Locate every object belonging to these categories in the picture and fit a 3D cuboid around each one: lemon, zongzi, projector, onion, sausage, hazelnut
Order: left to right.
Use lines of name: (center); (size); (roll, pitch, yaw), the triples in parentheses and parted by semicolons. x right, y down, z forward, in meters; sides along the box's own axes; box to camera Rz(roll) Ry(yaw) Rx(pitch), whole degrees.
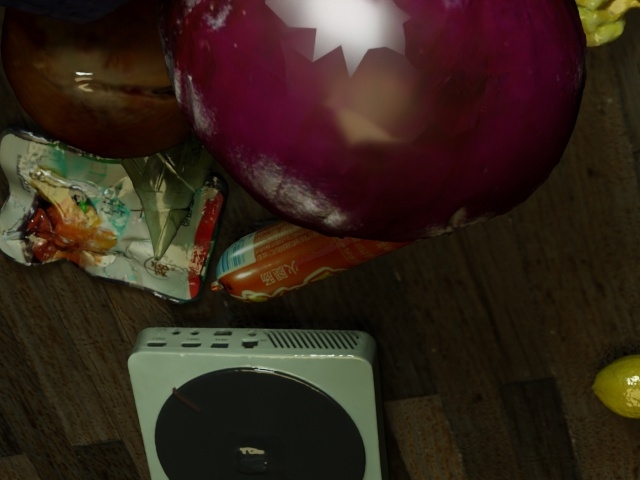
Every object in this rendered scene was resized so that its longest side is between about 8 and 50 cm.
hazelnut: (-0.178, -0.157, 1.162); (0.208, 0.208, 0.208); (5, 125, 7)
zongzi: (-0.187, -0.070, 1.281); (0.154, 0.062, 0.130); (28, 83, -9)
projector: (-0.060, 0.204, 1.466); (0.257, 0.079, 0.259); (0, 124, 9)
sausage: (0.000, 0.000, 1.322); (0.264, 0.083, 0.083); (-22, 118, 25)
onion: (0.033, -0.128, 1.023); (0.337, 0.260, 0.282); (26, 122, -17)
lemon: (0.320, 0.147, 1.372); (0.092, 0.065, 0.065); (4, 125, 13)

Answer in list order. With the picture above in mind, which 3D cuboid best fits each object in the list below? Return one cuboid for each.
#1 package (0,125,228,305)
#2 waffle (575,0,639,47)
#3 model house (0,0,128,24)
package: (-0.219, -0.022, 1.365); (0.232, 0.040, 0.166); (17, 125, -3)
waffle: (0.221, -0.307, 1.076); (0.302, 0.068, 0.324); (-4, 125, 13)
model house: (-0.206, -0.318, 0.939); (0.245, 0.280, 0.312); (13, 109, -38)
